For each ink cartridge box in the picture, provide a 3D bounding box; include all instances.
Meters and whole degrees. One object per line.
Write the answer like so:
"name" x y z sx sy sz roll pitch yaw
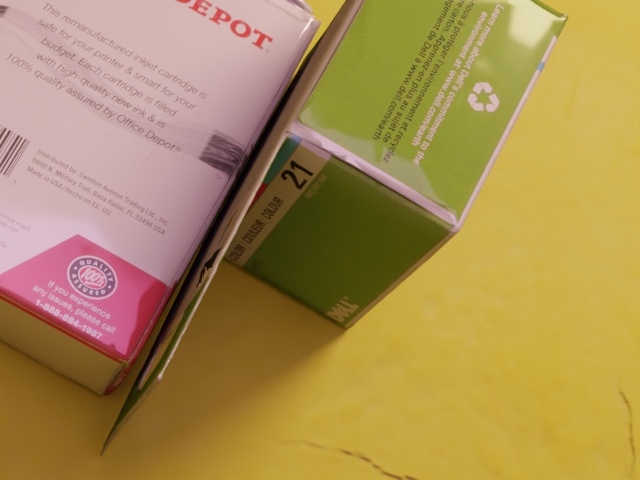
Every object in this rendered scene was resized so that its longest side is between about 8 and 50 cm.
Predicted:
"ink cartridge box" 0.000 0.000 0.917 0.097 0.189 0.255 29 68 -6
"ink cartridge box" -0.120 -0.055 0.955 0.158 0.092 0.218 30 69 -4
